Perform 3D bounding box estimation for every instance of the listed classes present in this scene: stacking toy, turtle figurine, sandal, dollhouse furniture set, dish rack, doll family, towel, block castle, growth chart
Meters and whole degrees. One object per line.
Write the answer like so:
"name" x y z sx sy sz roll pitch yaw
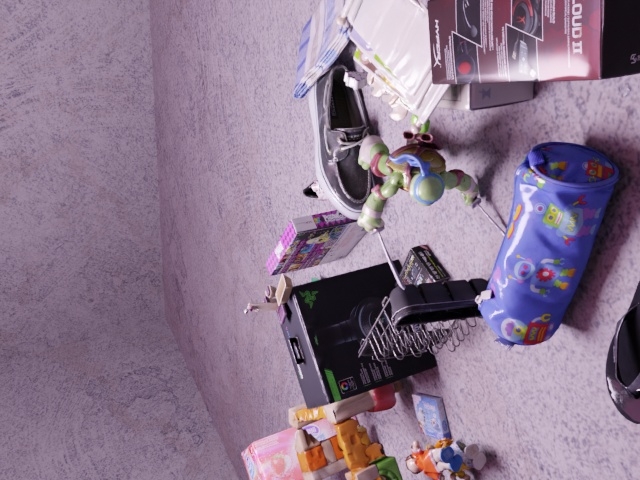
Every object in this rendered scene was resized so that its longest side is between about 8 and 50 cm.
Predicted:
"stacking toy" 0.113 -0.285 0.982 0.221 0.052 0.167 51 145 42
"turtle figurine" 0.161 -0.073 1.097 0.275 0.197 0.266 47 -165 -27
"sandal" 0.423 0.131 0.838 0.097 0.054 0.255 39 136 52
"dollhouse furniture set" -0.110 0.100 1.278 0.091 0.081 0.114 -110 29 -42
"dish rack" 0.188 0.163 1.173 0.272 0.208 0.074 112 150 -51
"doll family" 0.282 0.483 1.263 0.263 0.118 0.163 55 145 3
"towel" 0.009 -0.448 1.345 0.285 0.034 0.210 145 134 -62
"block castle" 0.122 0.554 1.487 0.303 0.212 0.454 -35 72 59
"growth chart" 0.108 -0.286 0.920 0.237 0.021 0.172 56 140 13

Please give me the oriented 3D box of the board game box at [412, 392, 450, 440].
"board game box" 0.238 0.378 1.374 0.090 0.020 0.090 -13 89 65

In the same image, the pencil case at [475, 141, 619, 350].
"pencil case" 0.315 0.011 0.919 0.119 0.133 0.306 -81 -2 -56

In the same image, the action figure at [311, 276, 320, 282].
"action figure" 0.038 0.160 1.629 0.232 0.063 0.137 172 87 -68

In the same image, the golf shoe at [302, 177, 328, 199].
"golf shoe" 0.026 -0.124 1.494 0.186 0.085 0.068 -19 84 63

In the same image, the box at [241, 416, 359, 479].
"box" -0.041 0.572 1.711 0.142 0.299 0.154 67 153 20

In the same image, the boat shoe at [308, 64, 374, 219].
"boat shoe" 0.048 -0.214 1.362 0.119 0.121 0.336 140 116 -67

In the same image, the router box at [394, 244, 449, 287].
"router box" 0.202 0.082 1.284 0.092 0.038 0.123 59 150 33

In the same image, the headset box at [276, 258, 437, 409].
"headset box" 0.061 0.197 1.346 0.131 0.282 0.247 -42 63 62

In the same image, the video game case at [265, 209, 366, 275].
"video game case" 0.000 0.000 1.461 0.042 0.210 0.232 68 154 18

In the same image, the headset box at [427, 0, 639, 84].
"headset box" 0.297 -0.245 0.728 0.293 0.218 0.110 22 122 59

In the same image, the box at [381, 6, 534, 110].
"box" 0.206 -0.290 0.998 0.232 0.126 0.149 27 125 58
